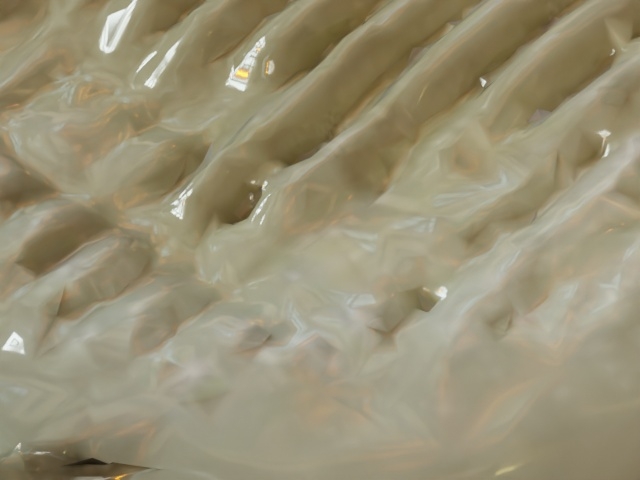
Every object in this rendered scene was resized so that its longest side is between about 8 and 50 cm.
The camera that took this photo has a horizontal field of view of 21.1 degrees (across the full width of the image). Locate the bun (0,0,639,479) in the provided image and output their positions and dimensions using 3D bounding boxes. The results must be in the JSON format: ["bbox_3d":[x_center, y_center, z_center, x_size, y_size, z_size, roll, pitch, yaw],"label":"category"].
[{"bbox_3d":[0.000,0.000,0.462,0.359,0.360,0.211,-51,-29,-26],"label":"bun"}]
